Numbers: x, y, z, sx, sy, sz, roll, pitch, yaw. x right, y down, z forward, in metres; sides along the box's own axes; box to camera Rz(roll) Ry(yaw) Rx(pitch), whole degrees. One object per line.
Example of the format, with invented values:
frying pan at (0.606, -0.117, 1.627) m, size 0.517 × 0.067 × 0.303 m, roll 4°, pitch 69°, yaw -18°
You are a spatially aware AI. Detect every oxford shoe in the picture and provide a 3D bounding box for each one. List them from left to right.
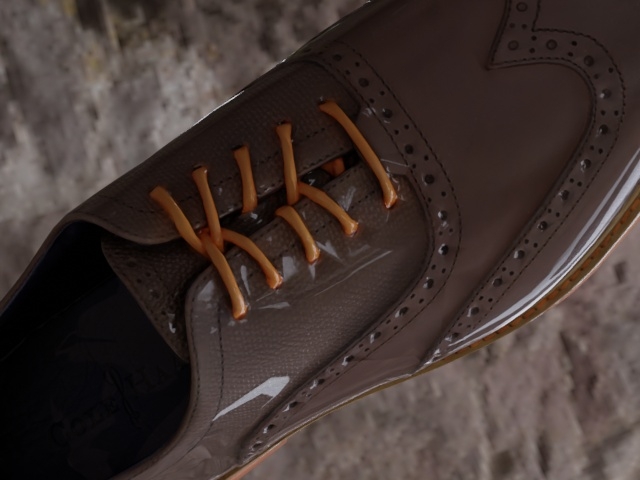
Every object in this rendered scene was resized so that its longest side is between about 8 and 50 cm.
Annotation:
oxford shoe at (0.000, 0.000, 0.583) m, size 0.364 × 0.133 × 0.130 m, roll -42°, pitch -101°, yaw 15°
